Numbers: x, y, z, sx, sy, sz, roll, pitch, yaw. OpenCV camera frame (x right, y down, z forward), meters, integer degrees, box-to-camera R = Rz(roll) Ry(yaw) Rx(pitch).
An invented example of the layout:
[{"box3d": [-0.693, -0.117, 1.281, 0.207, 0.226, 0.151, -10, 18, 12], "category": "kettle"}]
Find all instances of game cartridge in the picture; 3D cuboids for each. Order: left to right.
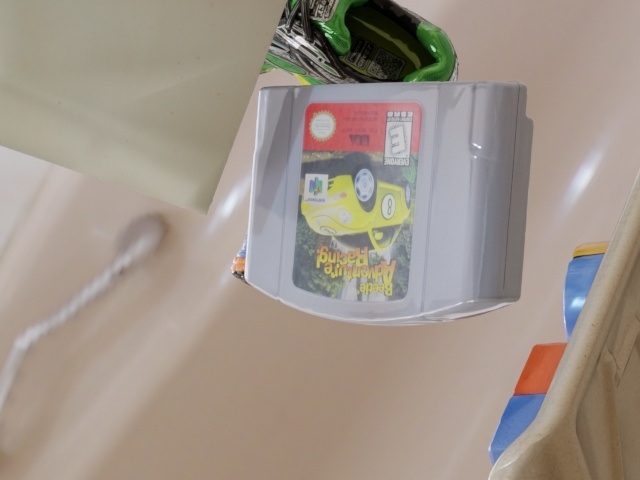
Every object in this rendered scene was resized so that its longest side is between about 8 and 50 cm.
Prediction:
[{"box3d": [0.045, -0.030, 1.487, 0.294, 0.060, 0.196, 3, 93, 49], "category": "game cartridge"}]

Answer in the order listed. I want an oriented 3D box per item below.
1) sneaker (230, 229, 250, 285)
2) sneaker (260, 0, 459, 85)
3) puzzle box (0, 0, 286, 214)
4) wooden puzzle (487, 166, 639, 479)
[{"box3d": [0.000, 0.000, 1.970, 0.221, 0.083, 0.087, -2, 70, 31], "category": "sneaker"}, {"box3d": [-0.027, -0.214, 1.680, 0.146, 0.343, 0.134, 121, 169, -72], "category": "sneaker"}, {"box3d": [-0.148, -0.250, 1.476, 0.052, 0.272, 0.409, -97, 28, -72], "category": "puzzle box"}, {"box3d": [0.194, 0.142, 1.084, 0.080, 0.322, 0.348, -3, 33, 32], "category": "wooden puzzle"}]
